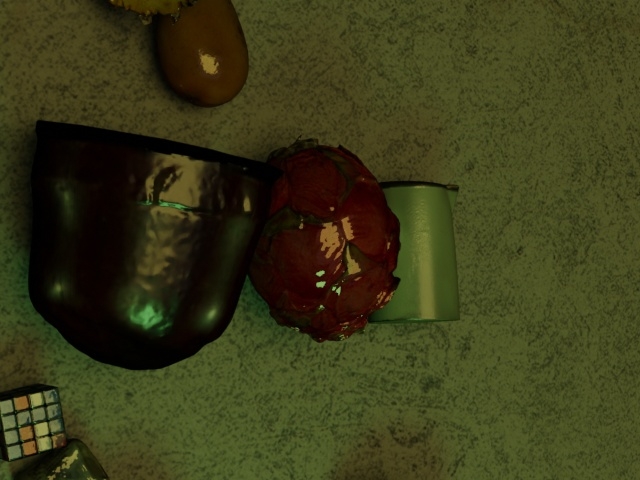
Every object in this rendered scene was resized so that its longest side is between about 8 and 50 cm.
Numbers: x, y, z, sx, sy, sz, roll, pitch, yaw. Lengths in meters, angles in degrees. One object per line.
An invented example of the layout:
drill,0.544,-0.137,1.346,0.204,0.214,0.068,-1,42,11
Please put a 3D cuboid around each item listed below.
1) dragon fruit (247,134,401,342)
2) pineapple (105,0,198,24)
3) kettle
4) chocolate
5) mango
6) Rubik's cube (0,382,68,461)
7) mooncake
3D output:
dragon fruit,0.000,0.000,1.769,0.277,0.277,0.343,-21,101,-31
pineapple,-0.301,-0.467,1.713,0.335,0.161,0.158,56,28,3
kettle,0.135,0.022,1.932,0.240,0.165,0.255,-2,86,-3
chocolate,-0.258,0.014,1.594,0.383,0.383,0.332,6,99,-31
mango,-0.197,-0.326,1.767,0.151,0.120,0.221,-12,86,-35
Rubik's cube,-0.435,0.266,1.587,0.092,0.092,0.092,-10,92,-31
mooncake,-0.382,0.374,1.623,0.125,0.073,0.130,-36,107,-31
